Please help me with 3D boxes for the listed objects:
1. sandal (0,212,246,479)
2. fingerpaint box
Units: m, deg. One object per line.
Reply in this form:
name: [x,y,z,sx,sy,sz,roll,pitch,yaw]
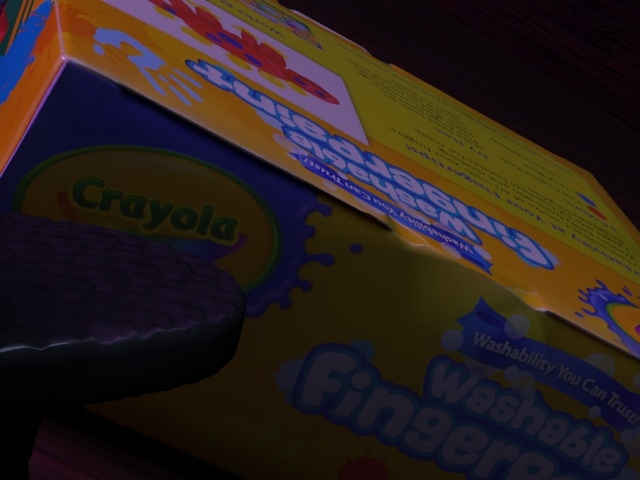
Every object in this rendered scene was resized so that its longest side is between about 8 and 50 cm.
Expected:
sandal: [-0.201,0.068,0.548,0.168,0.107,0.446,22,22,34]
fingerpaint box: [0.000,0.000,1.008,0.445,0.163,0.371,27,17,-22]
